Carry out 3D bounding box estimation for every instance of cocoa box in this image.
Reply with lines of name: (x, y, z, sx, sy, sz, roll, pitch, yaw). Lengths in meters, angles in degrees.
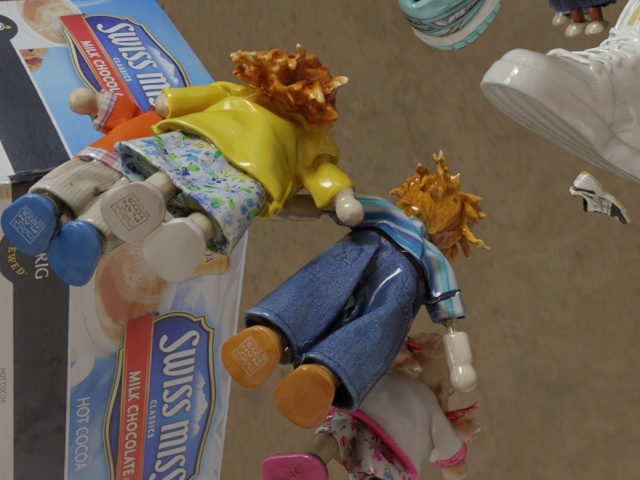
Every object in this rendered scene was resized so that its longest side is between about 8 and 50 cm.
cocoa box: (-0.200, 0.026, 1.033, 0.228, 0.231, 0.347, -9, 129, -23)

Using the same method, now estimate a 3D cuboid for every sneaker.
sneaker: (0.171, -0.326, 1.416, 0.110, 0.122, 0.283, 31, 97, 24)
sneaker: (0.261, -0.165, 1.306, 0.292, 0.108, 0.169, 19, 96, -54)
sneaker: (0.325, -0.043, 1.654, 0.083, 0.032, 0.037, 41, 97, -8)

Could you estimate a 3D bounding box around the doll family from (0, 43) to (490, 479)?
doll family: (0.000, 0.000, 0.648, 0.263, 0.163, 0.118, 45, 131, -1)

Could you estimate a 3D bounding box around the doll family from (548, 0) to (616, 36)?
doll family: (0.200, -0.212, 1.013, 0.076, 0.193, 0.111, -36, 111, -35)
